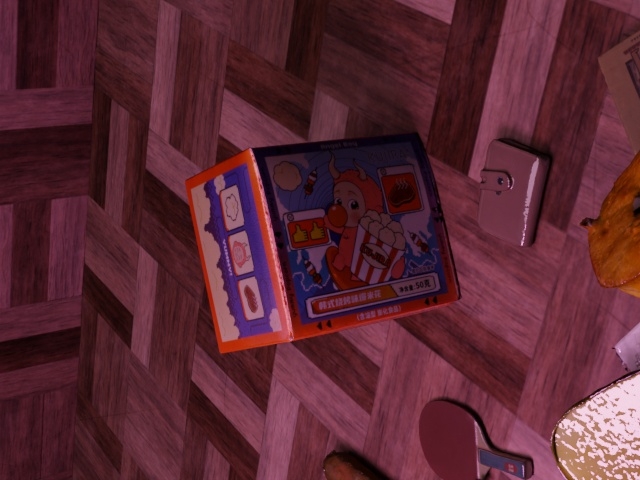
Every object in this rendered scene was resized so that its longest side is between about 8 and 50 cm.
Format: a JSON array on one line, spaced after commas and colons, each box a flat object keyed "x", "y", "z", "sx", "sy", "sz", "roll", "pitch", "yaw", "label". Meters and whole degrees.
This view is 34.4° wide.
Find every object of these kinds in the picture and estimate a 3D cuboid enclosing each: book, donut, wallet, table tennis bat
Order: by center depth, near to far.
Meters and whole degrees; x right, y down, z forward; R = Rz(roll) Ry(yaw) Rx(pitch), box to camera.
[{"x": 0.413, "y": -0.040, "z": 1.231, "sx": 0.118, "sy": 0.253, "sz": 0.253, "roll": 31, "pitch": 135, "yaw": -3, "label": "donut"}, {"x": 0.461, "y": -0.173, "z": 1.348, "sx": 0.161, "sy": 0.026, "sz": 0.230, "roll": -33, "pitch": 71, "yaw": 53, "label": "book"}, {"x": 0.294, "y": -0.075, "z": 1.601, "sx": 0.118, "sy": 0.039, "sz": 0.152, "roll": 29, "pitch": 122, "yaw": 46, "label": "wallet"}, {"x": 0.258, "y": 0.360, "z": 1.773, "sx": 0.274, "sy": 0.021, "sz": 0.154, "roll": 7, "pitch": 105, "yaw": 56, "label": "table tennis bat"}]

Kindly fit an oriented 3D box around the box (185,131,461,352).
[{"x": 0.000, "y": 0.000, "z": 1.767, "sx": 0.257, "sy": 0.349, "sz": 0.318, "roll": -20, "pitch": 80, "yaw": 55, "label": "box"}]

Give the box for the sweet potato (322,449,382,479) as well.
[{"x": 0.098, "y": 0.479, "z": 1.989, "sx": 0.273, "sy": 0.075, "sz": 0.075, "roll": 19, "pitch": 113, "yaw": 49, "label": "sweet potato"}]

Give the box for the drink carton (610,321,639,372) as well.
[{"x": 0.528, "y": 0.107, "z": 1.225, "sx": 0.194, "sy": 0.132, "sz": 0.324, "roll": 59, "pitch": 142, "yaw": 25, "label": "drink carton"}]

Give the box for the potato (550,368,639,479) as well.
[{"x": 0.401, "y": 0.216, "z": 1.224, "sx": 0.160, "sy": 0.111, "sz": 0.271, "roll": 49, "pitch": 135, "yaw": 6, "label": "potato"}]

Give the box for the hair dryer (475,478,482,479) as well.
[{"x": 0.248, "y": 0.465, "z": 1.778, "sx": 0.106, "sy": 0.054, "sz": 0.154, "roll": 44, "pitch": 137, "yaw": 34, "label": "hair dryer"}]
